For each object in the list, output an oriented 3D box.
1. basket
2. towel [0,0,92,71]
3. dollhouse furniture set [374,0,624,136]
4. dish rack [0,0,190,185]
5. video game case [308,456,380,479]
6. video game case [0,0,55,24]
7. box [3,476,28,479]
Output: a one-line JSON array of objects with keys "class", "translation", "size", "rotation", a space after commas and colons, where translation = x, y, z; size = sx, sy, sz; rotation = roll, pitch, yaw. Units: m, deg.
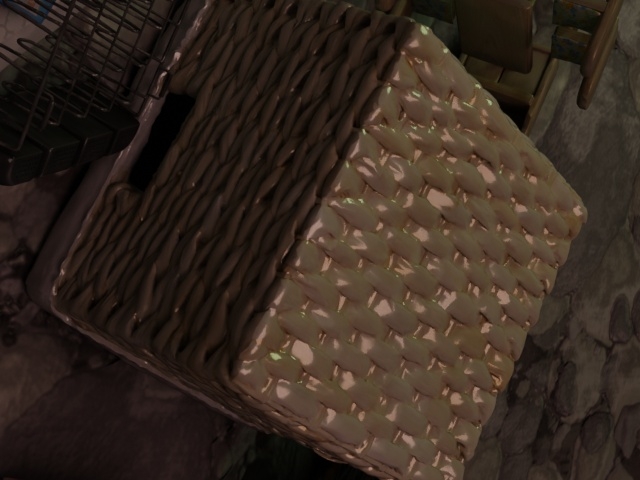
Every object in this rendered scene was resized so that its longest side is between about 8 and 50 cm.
[{"class": "basket", "translation": [0.000, 0.000, 0.992], "size": [0.331, 0.266, 0.328], "rotation": [38, 75, -44]}, {"class": "towel", "translation": [-0.190, -0.281, 0.779], "size": [0.332, 0.053, 0.317], "rotation": [-45, 153, -28]}, {"class": "dollhouse furniture set", "translation": [0.163, -0.167, 1.159], "size": [0.161, 0.212, 0.242], "rotation": [-65, 164, -11]}, {"class": "dish rack", "translation": [-0.147, -0.167, 0.804], "size": [0.272, 0.074, 0.208], "rotation": [-63, 172, 20]}, {"class": "video game case", "translation": [0.029, 0.268, 1.136], "size": [0.035, 0.248, 0.275], "rotation": [29, 78, -13]}, {"class": "video game case", "translation": [-0.199, -0.218, 0.749], "size": [0.119, 0.015, 0.166], "rotation": [-59, 157, 1]}, {"class": "box", "translation": [-0.195, 0.353, 0.930], "size": [0.154, 0.142, 0.300], "rotation": [34, 61, -48]}]
